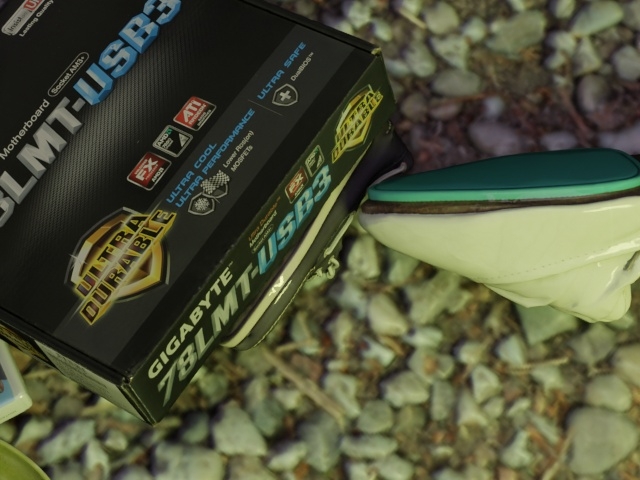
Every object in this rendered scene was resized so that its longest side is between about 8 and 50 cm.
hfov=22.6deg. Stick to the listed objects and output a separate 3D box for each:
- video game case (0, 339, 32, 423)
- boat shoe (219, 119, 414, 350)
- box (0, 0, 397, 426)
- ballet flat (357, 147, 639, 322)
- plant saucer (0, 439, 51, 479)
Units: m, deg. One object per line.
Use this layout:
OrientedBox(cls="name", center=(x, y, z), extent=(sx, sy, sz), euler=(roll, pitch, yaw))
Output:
OrientedBox(cls="video game case", center=(-0.320, 0.080, 1.139), extent=(0.183, 0.023, 0.201), euler=(-28, 56, -4))
OrientedBox(cls="boat shoe", center=(0.000, 0.000, 1.136), extent=(0.065, 0.075, 0.206), euler=(40, 72, -27))
OrientedBox(cls="box", center=(-0.147, -0.058, 1.120), extent=(0.293, 0.073, 0.295), euler=(27, 69, 27))
OrientedBox(cls="ballet flat", center=(0.231, -0.010, 1.097), extent=(0.400, 0.139, 0.139), euler=(-11, 71, -1))
OrientedBox(cls="plant saucer", center=(-0.274, 0.246, 1.097), extent=(0.241, 0.037, 0.241), euler=(-1, 72, 4))
